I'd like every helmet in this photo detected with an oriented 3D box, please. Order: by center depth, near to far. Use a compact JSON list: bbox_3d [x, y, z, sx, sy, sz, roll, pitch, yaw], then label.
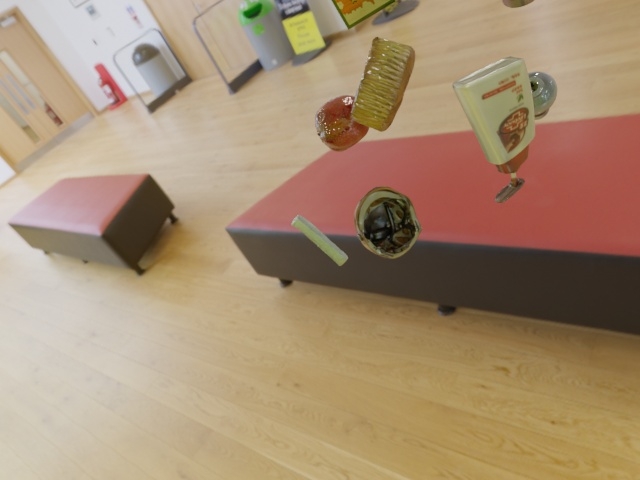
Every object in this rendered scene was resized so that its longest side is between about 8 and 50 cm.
[{"bbox_3d":[0.187,-0.053,1.550,0.198,0.224,0.130,-41,11,-14],"label":"helmet"}]

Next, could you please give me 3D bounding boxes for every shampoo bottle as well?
[{"bbox_3d":[0.377,-0.219,1.052,0.153,0.284,0.071,-29,26,-10],"label":"shampoo bottle"}]

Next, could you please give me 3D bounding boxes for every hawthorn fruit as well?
[{"bbox_3d":[0.105,-0.463,1.960,0.253,0.205,0.205,-24,31,10],"label":"hawthorn fruit"}]

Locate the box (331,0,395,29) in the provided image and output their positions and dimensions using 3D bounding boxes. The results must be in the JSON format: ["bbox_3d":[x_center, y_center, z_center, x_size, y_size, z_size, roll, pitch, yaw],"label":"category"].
[{"bbox_3d":[0.143,-0.799,1.599,0.177,0.148,0.195,-18,32,32],"label":"box"}]

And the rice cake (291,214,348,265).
[{"bbox_3d":[0.000,0.000,1.832,0.045,0.245,0.042,-42,11,31],"label":"rice cake"}]

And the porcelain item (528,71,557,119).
[{"bbox_3d":[0.708,-0.470,1.679,0.141,0.141,0.259,-14,-8,26],"label":"porcelain item"}]

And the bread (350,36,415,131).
[{"bbox_3d":[0.185,-0.459,1.504,0.227,0.142,0.253,111,176,-76],"label":"bread"}]

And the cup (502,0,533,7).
[{"bbox_3d":[0.606,-0.890,1.590,0.203,0.288,0.203,-15,58,24],"label":"cup"}]
